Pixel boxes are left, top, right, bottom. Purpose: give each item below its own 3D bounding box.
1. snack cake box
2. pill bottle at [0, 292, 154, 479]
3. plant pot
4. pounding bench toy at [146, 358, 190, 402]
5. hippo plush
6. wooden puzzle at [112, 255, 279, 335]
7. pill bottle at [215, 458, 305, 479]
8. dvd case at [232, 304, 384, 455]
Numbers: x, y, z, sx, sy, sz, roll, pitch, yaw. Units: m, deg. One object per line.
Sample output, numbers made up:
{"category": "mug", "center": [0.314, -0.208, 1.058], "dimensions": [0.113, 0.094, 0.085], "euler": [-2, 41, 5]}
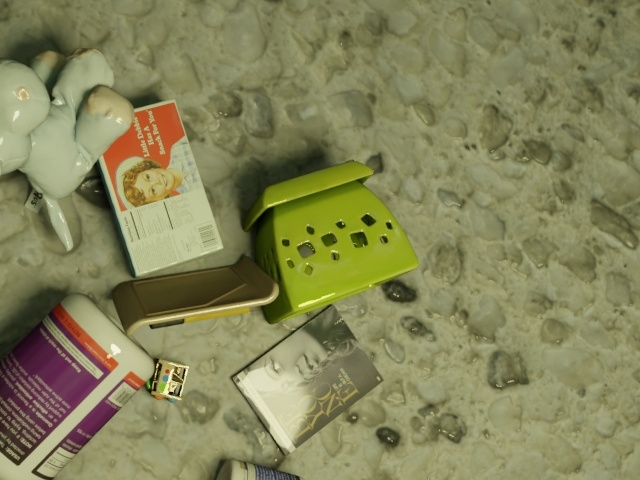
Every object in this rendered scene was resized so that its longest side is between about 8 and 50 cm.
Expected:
{"category": "snack cake box", "center": [-0.276, -0.084, 1.513], "dimensions": [0.152, 0.089, 0.264], "euler": [-17, 89, -15]}
{"category": "pill bottle", "center": [-0.419, 0.246, 1.382], "dimensions": [0.181, 0.181, 0.323], "euler": [45, 80, -7]}
{"category": "plant pot", "center": [0.000, 0.000, 1.518], "dimensions": [0.228, 0.227, 0.207], "euler": [-18, 83, -17]}
{"category": "pounding bench toy", "center": [-0.265, 0.228, 1.502], "dimensions": [0.083, 0.052, 0.065], "euler": [15, 81, -14]}
{"category": "hippo plush", "center": [-0.458, -0.174, 1.366], "dimensions": [0.234, 0.236, 0.294], "euler": [41, 108, 28]}
{"category": "wooden puzzle", "center": [-0.202, 0.091, 1.453], "dimensions": [0.238, 0.221, 0.044], "euler": [-14, 106, -15]}
{"category": "pill bottle", "center": [-0.078, 0.434, 1.500], "dimensions": [0.186, 0.112, 0.112], "euler": [19, 79, -16]}
{"category": "dvd case", "center": [-0.019, 0.241, 1.588], "dimensions": [0.221, 0.018, 0.164], "euler": [-35, 94, -16]}
